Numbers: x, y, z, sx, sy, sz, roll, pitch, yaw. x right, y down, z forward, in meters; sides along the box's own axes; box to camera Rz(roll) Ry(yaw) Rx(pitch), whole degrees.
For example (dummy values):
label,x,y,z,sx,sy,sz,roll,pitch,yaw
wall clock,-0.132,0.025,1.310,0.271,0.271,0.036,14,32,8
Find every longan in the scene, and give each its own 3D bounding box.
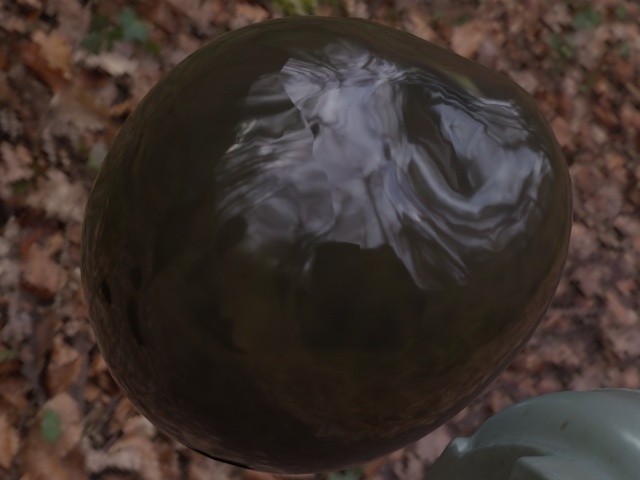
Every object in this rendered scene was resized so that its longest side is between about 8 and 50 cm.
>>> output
label,x,y,z,sx,sy,sz,roll,pitch,yaw
longan,0.000,0.000,0.635,0.212,0.198,0.198,-26,74,-42

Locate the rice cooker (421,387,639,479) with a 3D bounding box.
label,x,y,z,sx,sy,sz,roll,pitch,yaw
rice cooker,0.140,0.148,0.390,0.227,0.241,0.280,3,47,-21
